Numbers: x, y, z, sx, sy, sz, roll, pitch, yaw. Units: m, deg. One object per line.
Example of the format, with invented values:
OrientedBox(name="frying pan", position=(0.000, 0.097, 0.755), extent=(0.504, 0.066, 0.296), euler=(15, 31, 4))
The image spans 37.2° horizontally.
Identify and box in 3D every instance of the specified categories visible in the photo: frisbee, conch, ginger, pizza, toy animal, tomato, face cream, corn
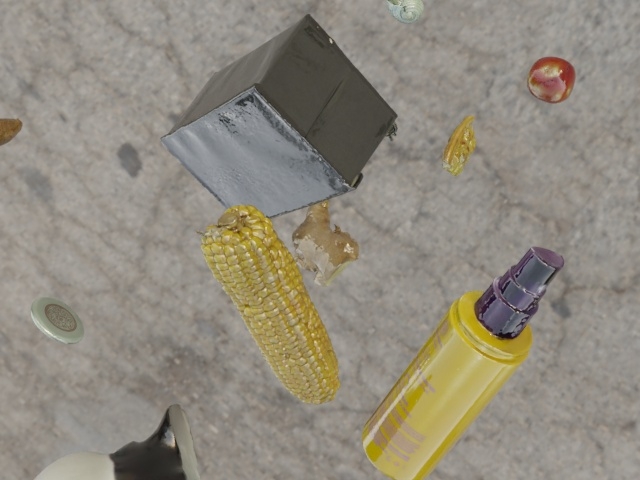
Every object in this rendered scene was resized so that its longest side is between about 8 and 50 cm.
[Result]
OrientedBox(name="frisbee", position=(-0.476, 0.144, 1.727), extent=(0.110, 0.110, 0.014), euler=(43, 108, 1))
OrientedBox(name="conch", position=(0.167, -0.464, 1.897), extent=(0.076, 0.085, 0.056), euler=(2, 120, -1))
OrientedBox(name="ginger", position=(-0.004, 0.003, 2.075), extent=(0.213, 0.137, 0.074), euler=(56, 178, 37))
OrientedBox(name="pizza", position=(0.306, -0.200, 2.062), extent=(0.036, 0.160, 0.099), euler=(11, 140, 31))
OrientedBox(name="toy animal", position=(-0.190, 0.254, 0.898), extent=(0.166, 0.179, 0.138), euler=(-125, 25, -50))
OrientedBox(name="tomato", position=(0.410, -0.289, 1.688), extent=(0.087, 0.087, 0.075), euler=(27, 164, 20))
OrientedBox(name="face cream", position=(0.126, 0.106, 0.831), extent=(0.078, 0.078, 0.273), euler=(36, 127, 10))
OrientedBox(name="corn", position=(-0.056, 0.088, 1.214), extent=(0.102, 0.102, 0.312), euler=(7, 134, 38))

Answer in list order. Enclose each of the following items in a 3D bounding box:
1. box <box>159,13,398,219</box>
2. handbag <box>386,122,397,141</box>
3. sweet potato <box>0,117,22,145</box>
OrientedBox(name="box", position=(-0.078, -0.203, 1.712), extent=(0.251, 0.204, 0.345), euler=(45, 148, -21))
OrientedBox(name="handbag", position=(0.102, -0.236, 1.846), extent=(0.111, 0.072, 0.047), euler=(31, 103, 3))
OrientedBox(name="sweet potato", position=(-0.665, -0.161, 1.675), extent=(0.097, 0.292, 0.097), euler=(40, 151, 28))
